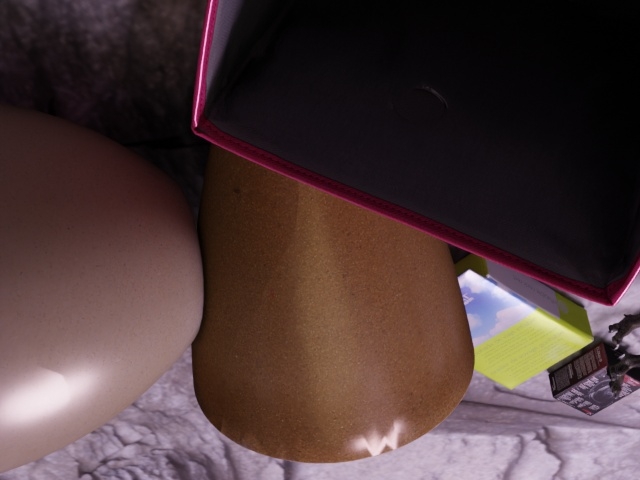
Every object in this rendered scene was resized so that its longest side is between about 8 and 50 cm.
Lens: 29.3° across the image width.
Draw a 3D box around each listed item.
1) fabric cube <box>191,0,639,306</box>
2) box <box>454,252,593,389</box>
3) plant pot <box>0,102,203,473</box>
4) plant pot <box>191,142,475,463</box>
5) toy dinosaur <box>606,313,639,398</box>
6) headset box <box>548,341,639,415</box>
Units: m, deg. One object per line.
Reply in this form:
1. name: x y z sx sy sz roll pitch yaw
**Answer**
1. fabric cube: 0.109 -0.174 0.647 0.254 0.258 0.259 24 139 8
2. box: 0.161 0.074 1.165 0.178 0.042 0.109 29 129 -32
3. plant pot: -0.198 0.026 0.931 0.191 0.284 0.284 -7 142 -21
4. plant pot: 0.000 0.000 0.954 0.237 0.237 0.254 -5 126 2
5. toy dinosaur: 0.336 0.102 1.173 0.118 0.064 0.268 -10 119 4
6. headset box: 0.288 0.142 1.263 0.062 0.032 0.083 26 130 -31
